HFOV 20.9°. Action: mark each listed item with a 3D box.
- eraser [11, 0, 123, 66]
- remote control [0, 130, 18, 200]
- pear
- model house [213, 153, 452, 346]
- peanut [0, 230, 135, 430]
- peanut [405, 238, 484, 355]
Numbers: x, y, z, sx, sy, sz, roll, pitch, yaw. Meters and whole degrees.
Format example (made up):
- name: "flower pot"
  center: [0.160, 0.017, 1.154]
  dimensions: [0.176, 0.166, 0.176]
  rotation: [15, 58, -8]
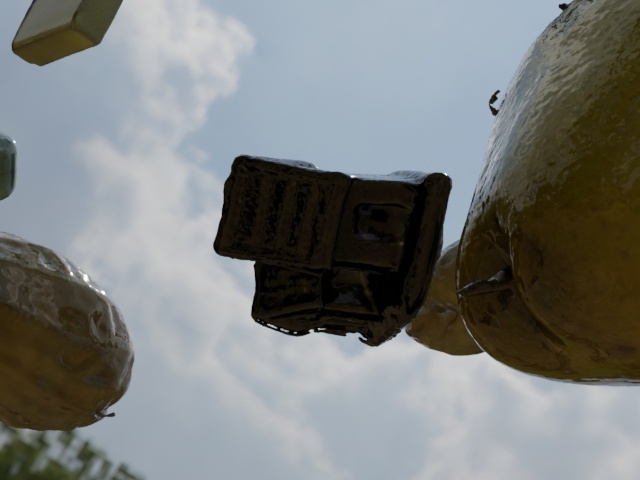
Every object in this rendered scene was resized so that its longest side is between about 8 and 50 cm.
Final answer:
- name: "eraser"
  center: [-0.341, -0.307, 2.357]
  dimensions: [0.058, 0.117, 0.172]
  rotation: [36, -27, -30]
- name: "remote control"
  center: [-0.326, -0.082, 1.181]
  dimensions: [0.296, 0.140, 0.056]
  rotation: [27, -65, 48]
- name: "pear"
  center: [0.164, -0.002, 0.937]
  dimensions: [0.267, 0.178, 0.267]
  rotation: [18, -57, 29]
- name: "model house"
  center: [-0.001, 0.007, 1.263]
  dimensions: [0.152, 0.165, 0.106]
  rotation: [6, 18, -15]
- name: "peanut"
  center: [-0.283, 0.045, 1.310]
  dimensions: [0.313, 0.149, 0.149]
  rotation: [23, -20, -31]
- name: "peanut"
  center: [0.179, 0.014, 1.430]
  dimensions: [0.101, 0.263, 0.117]
  rotation: [51, -24, 11]
